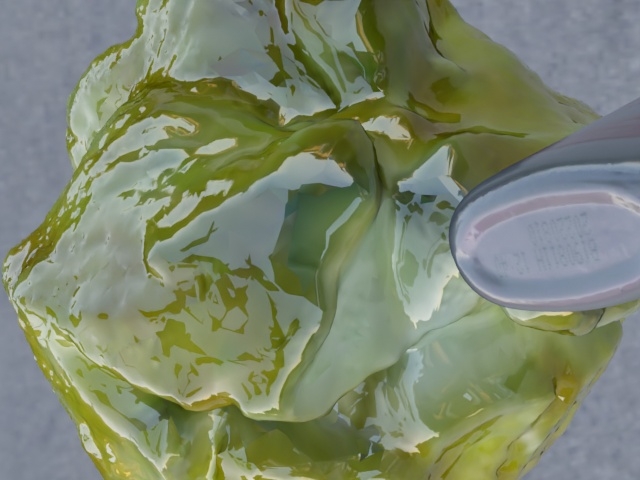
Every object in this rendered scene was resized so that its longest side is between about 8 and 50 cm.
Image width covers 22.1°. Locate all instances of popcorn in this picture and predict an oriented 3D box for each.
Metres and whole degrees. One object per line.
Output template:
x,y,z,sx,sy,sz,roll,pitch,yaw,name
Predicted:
-0.005,0.000,0.686,0.276,0.276,0.225,59,137,26,popcorn

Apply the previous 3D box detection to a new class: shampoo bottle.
0.108,-0.027,0.430,0.080,0.165,0.040,-14,100,48,shampoo bottle
